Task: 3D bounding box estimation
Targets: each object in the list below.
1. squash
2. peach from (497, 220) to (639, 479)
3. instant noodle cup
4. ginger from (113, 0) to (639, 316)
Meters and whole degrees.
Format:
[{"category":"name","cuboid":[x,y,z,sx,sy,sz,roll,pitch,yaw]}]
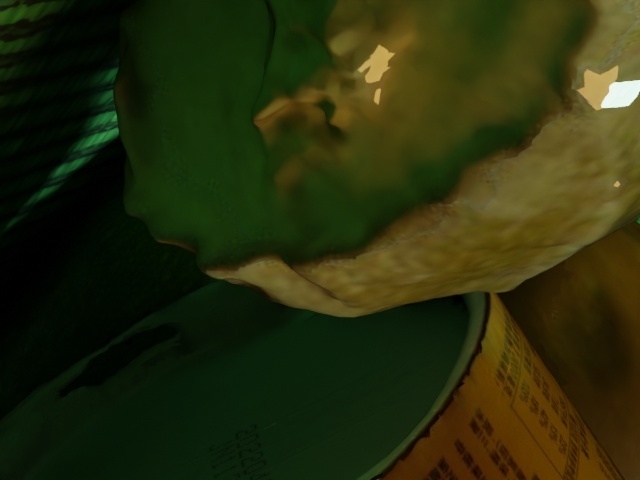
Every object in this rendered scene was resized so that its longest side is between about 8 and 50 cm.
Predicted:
[{"category":"squash","cuboid":[-0.123,0.103,0.670,0.378,0.101,0.101,-46,176,27]},{"category":"peach","cuboid":[0.039,0.106,0.906,0.343,0.302,0.343,-58,-178,3]},{"category":"instant noodle cup","cuboid":[0.005,0.120,0.503,0.230,0.182,0.230,-24,-158,10]},{"category":"ginger","cuboid":[0.070,-0.085,0.431,0.275,0.130,0.221,-47,171,-14]}]
